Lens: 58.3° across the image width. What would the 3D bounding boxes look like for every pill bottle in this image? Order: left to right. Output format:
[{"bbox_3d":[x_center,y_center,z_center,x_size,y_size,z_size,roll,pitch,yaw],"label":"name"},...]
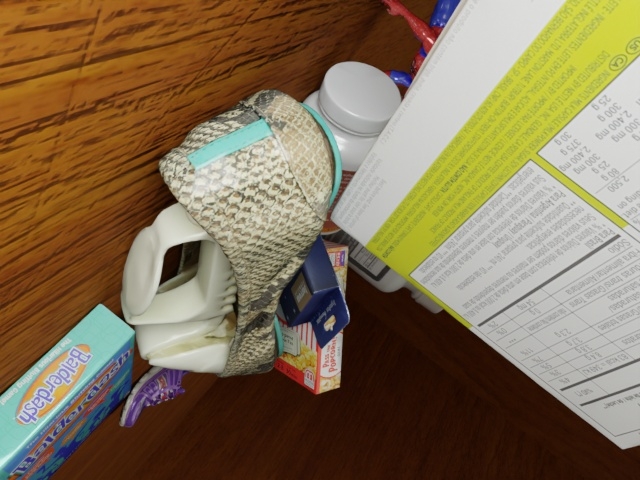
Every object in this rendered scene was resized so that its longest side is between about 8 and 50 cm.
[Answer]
[{"bbox_3d":[0.019,-0.110,0.720,0.121,0.121,0.216,-50,173,-36],"label":"pill bottle"},{"bbox_3d":[0.094,-0.029,0.922,0.176,0.318,0.176,-52,177,-3],"label":"pill bottle"}]

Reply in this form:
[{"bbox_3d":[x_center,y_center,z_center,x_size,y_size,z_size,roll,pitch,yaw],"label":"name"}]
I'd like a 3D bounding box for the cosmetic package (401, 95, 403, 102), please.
[{"bbox_3d":[0.195,-0.239,1.470,0.184,0.151,0.151,-56,174,39],"label":"cosmetic package"}]

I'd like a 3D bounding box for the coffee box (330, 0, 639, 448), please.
[{"bbox_3d":[0.272,-0.100,0.456,0.337,0.334,0.338,-50,176,-36],"label":"coffee box"}]

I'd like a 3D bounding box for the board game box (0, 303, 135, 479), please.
[{"bbox_3d":[-0.259,0.170,0.573,0.160,0.047,0.210,-50,175,-33],"label":"board game box"}]

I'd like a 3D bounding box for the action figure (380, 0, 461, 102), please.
[{"bbox_3d":[0.119,-0.286,0.725,0.091,0.139,0.280,104,1,-73],"label":"action figure"}]

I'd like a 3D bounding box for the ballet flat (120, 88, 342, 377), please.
[{"bbox_3d":[-0.116,0.045,0.596,0.182,0.164,0.483,-26,159,-25],"label":"ballet flat"}]

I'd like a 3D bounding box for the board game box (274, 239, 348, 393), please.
[{"bbox_3d":[-0.029,0.089,0.785,0.045,0.147,0.193,-6,104,-38],"label":"board game box"}]

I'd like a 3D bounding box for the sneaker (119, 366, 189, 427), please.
[{"bbox_3d":[-0.276,0.256,0.991,0.170,0.071,0.068,-48,175,-40],"label":"sneaker"}]

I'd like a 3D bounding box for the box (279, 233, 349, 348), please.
[{"bbox_3d":[-0.033,0.012,0.682,0.036,0.225,0.136,-14,160,-21],"label":"box"}]
